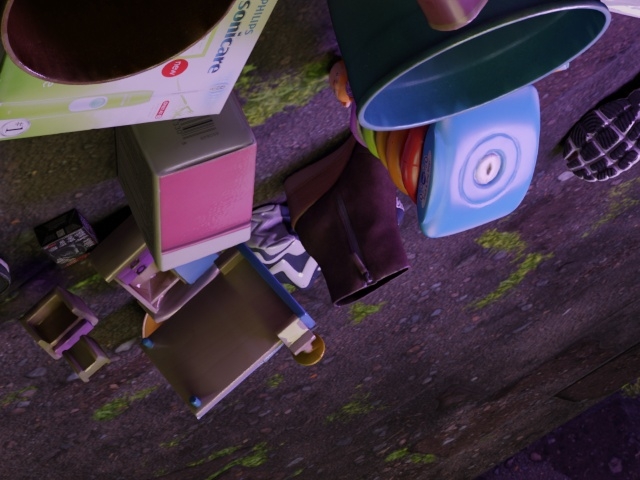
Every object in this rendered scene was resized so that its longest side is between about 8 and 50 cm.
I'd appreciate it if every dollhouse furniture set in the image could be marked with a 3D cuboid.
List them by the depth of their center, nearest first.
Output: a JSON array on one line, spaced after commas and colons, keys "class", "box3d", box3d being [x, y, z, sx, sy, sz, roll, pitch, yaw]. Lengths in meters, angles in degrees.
[{"class": "dollhouse furniture set", "box3d": [-0.171, 0.138, 2.058, 0.286, 0.303, 0.198, -43, 154, -3]}]

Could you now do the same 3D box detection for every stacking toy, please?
[{"class": "stacking toy", "box3d": [0.102, -0.147, 1.862, 0.165, 0.302, 0.175, -16, 127, -33]}]

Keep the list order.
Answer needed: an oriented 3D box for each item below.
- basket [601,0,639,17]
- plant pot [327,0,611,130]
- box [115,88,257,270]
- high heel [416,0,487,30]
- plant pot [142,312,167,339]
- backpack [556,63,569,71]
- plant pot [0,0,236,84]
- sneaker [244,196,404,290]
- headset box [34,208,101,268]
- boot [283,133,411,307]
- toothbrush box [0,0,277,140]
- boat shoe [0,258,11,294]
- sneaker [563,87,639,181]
[{"class": "basket", "box3d": [0.345, -0.343, 1.793, 0.113, 0.167, 0.103, 12, 128, -5]}, {"class": "plant pot", "box3d": [0.118, -0.283, 1.595, 0.271, 0.255, 0.271, -21, 169, -4]}, {"class": "box", "box3d": [-0.162, -0.093, 1.862, 0.127, 0.149, 0.232, -20, 155, -15]}, {"class": "high heel", "box3d": [0.143, -0.379, 1.397, 0.127, 0.377, 0.181, -1, 142, 34]}, {"class": "plant pot", "box3d": [-0.198, 0.135, 2.326, 0.134, 0.134, 0.095, -22, 180, -9]}, {"class": "backpack", "box3d": [0.217, -0.274, 1.816, 0.144, 0.188, 0.166, -22, 157, 4]}, {"class": "plant pot", "box3d": [-0.205, -0.290, 1.339, 0.215, 0.230, 0.215, -22, 155, -10]}, {"class": "sneaker", "box3d": [0.000, 0.000, 2.265, 0.235, 0.094, 0.153, -19, 156, -15]}, {"class": "headset box", "box3d": [-0.324, 0.000, 2.030, 0.062, 0.032, 0.083, -27, 156, 2]}, {"class": "boot", "box3d": [0.083, -0.047, 2.112, 0.248, 0.207, 0.090, -32, 155, 13]}, {"class": "toothbrush box", "box3d": [-0.214, -0.220, 1.600, 0.283, 0.122, 0.206, -11, 152, -32]}, {"class": "boat shoe", "box3d": [-0.473, 0.052, 1.941, 0.084, 0.079, 0.233, -39, 154, 23]}, {"class": "sneaker", "box3d": [0.497, -0.180, 2.378, 0.279, 0.107, 0.118, -36, 163, 27]}]
